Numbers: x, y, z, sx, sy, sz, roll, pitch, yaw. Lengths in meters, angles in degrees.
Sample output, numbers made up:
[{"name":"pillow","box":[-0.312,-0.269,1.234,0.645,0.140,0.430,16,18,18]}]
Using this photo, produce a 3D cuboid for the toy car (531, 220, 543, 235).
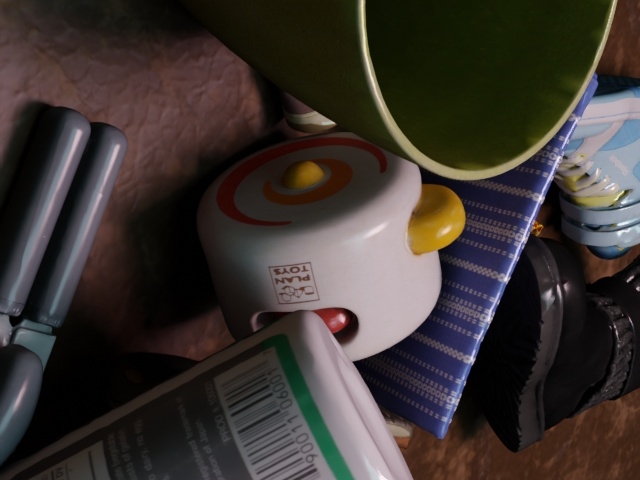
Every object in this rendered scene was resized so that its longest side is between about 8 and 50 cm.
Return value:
[{"name":"toy car","box":[0.196,0.012,1.381,0.040,0.060,0.122,45,43,1]}]

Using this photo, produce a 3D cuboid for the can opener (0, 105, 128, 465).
[{"name":"can opener","box":[-0.210,0.041,0.932,0.074,0.093,0.280,22,84,-46]}]

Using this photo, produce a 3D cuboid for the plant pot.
[{"name":"plant pot","box":[0.021,-0.208,0.918,0.275,0.293,0.275,-18,116,-41]}]

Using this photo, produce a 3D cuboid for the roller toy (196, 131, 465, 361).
[{"name":"roller toy","box":[0.000,0.000,1.044,0.191,0.209,0.146,-29,124,-24]}]

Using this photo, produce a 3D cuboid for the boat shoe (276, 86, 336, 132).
[{"name":"boat shoe","box":[0.047,-0.186,1.109,0.223,0.080,0.073,-43,136,-20]}]

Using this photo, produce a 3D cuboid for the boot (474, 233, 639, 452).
[{"name":"boot","box":[0.299,0.072,1.338,0.260,0.131,0.348,-23,147,-11]}]

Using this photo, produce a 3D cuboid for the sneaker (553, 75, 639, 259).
[{"name":"sneaker","box":[0.289,-0.071,1.366,0.319,0.127,0.208,-9,109,-43]}]

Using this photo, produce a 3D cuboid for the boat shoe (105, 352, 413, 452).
[{"name":"boat shoe","box":[-0.062,0.178,1.119,0.324,0.122,0.120,11,102,-38]}]

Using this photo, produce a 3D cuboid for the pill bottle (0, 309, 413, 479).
[{"name":"pill bottle","box":[-0.117,0.218,0.910,0.361,0.204,0.204,-28,130,4]}]

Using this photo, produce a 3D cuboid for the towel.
[{"name":"towel","box":[0.115,-0.009,1.130,0.040,0.243,0.336,24,88,-28]}]
